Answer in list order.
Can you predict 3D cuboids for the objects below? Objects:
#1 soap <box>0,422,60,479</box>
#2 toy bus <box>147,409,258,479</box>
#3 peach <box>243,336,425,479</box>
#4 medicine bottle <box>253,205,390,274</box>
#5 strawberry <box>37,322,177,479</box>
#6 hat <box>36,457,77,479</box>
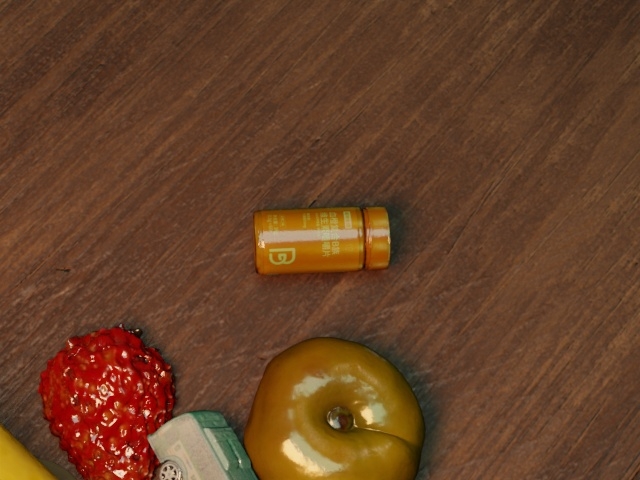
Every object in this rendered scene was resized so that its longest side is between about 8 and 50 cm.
[{"bbox_3d":[-0.395,0.392,1.596,0.427,0.115,0.306,52,49,-1],"label":"soap"},{"bbox_3d":[-0.127,0.342,1.795,0.109,0.091,0.261,-42,66,22],"label":"toy bus"},{"bbox_3d":[0.021,0.254,1.854,0.251,0.153,0.251,5,72,-14],"label":"peach"},{"bbox_3d":[0.000,0.000,1.978,0.192,0.096,0.096,-1,68,-4],"label":"medicine bottle"},{"bbox_3d":[-0.283,0.226,1.860,0.190,0.111,0.236,-10,70,-10],"label":"strawberry"},{"bbox_3d":[-0.379,0.349,1.782,0.166,0.144,0.173,-31,69,-13],"label":"hat"}]
